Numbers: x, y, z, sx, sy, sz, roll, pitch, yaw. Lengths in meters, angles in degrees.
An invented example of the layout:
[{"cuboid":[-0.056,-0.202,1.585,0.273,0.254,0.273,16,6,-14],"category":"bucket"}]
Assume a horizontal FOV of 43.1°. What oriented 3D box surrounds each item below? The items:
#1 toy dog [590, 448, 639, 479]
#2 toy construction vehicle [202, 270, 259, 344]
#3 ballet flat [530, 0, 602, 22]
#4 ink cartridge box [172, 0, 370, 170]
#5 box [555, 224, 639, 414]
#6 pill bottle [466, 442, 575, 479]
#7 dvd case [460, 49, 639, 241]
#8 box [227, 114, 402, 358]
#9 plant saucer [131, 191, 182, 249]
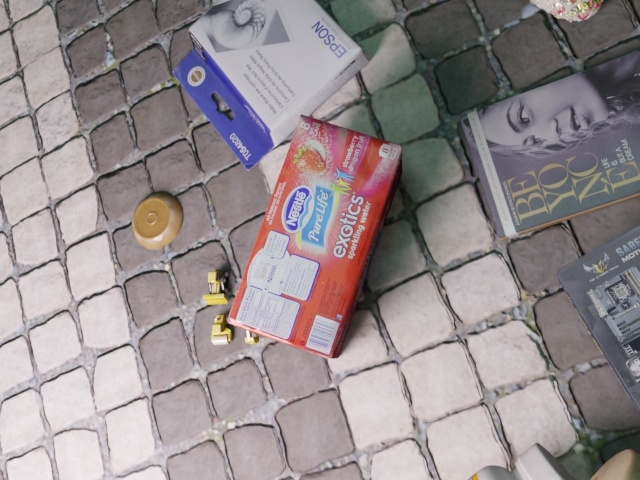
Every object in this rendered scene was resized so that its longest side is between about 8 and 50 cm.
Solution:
[{"cuboid":[0.361,0.191,0.665,0.220,0.161,0.334,21,99,9],"category":"toy dog"},{"cuboid":[-0.114,0.084,1.043,0.086,0.035,0.098,-2,76,22],"category":"toy construction vehicle"},{"cuboid":[0.252,-0.364,0.985,0.091,0.077,0.241,-37,67,9],"category":"ballet flat"},{"cuboid":[-0.083,-0.247,1.108,0.224,0.045,0.223,-42,66,8],"category":"ink cartridge box"},{"cuboid":[0.383,0.052,0.811,0.232,0.059,0.183,-31,50,11],"category":"box"},{"cuboid":[0.171,0.306,0.826,0.208,0.117,0.117,-43,65,7],"category":"pill bottle"},{"cuboid":[0.289,-0.110,0.938,0.221,0.018,0.164,-19,71,17],"category":"dvd case"},{"cuboid":[0.000,0.000,0.955,0.128,0.122,0.257,18,84,7],"category":"box"},{"cuboid":[-0.232,-0.029,1.131,0.083,0.015,0.083,-6,74,21],"category":"plant saucer"}]
